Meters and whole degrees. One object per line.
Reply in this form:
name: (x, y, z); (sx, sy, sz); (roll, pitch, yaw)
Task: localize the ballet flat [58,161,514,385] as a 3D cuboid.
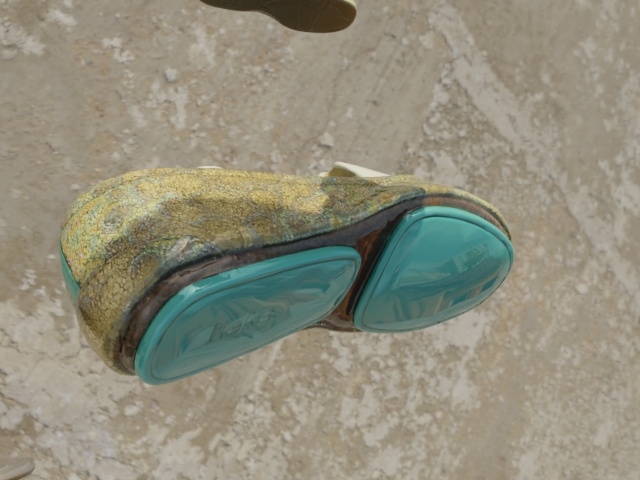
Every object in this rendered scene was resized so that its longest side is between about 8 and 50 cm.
ballet flat: (0.000, 0.000, 0.473); (0.348, 0.123, 0.123); (-6, 97, -47)

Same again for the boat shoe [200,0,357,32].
boat shoe: (-0.040, -0.233, 0.693); (0.152, 0.056, 0.048); (7, 60, -11)

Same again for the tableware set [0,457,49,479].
tableware set: (-0.192, 0.112, 0.321); (0.141, 0.169, 0.020); (-25, 152, -35)
